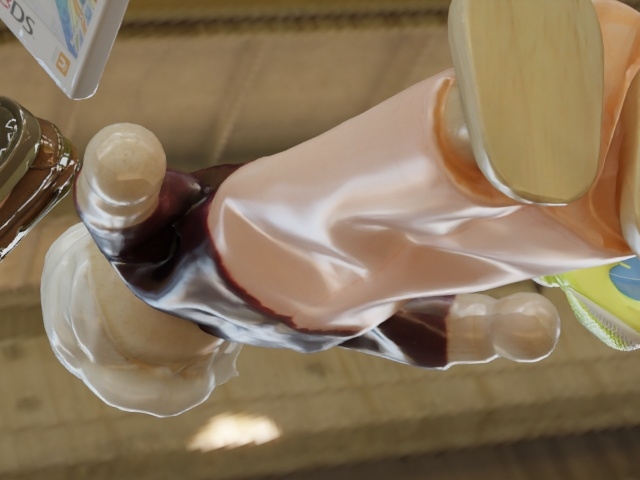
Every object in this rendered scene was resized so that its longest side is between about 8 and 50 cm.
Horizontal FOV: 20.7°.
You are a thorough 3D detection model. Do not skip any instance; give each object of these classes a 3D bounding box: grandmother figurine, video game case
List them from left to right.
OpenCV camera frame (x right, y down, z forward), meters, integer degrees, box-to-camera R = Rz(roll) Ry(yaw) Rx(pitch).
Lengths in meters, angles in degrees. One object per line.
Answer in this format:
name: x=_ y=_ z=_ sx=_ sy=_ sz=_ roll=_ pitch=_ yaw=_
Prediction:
video game case: x=-0.263 y=-0.352 z=1.673 sx=0.036 sy=0.300 sz=0.329 roll=-16 pitch=-37 yaw=-43
grandmother figurine: x=0.000 y=0.000 z=0.647 sx=0.208 sy=0.104 sz=0.342 roll=33 pitch=-28 yaw=-26

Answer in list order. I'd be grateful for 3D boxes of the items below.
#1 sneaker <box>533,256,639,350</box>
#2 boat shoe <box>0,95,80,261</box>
sneaker: x=0.185 y=-0.033 z=1.331 sx=0.126 sy=0.240 sz=0.091 roll=-47 pitch=4 yaw=-8
boat shoe: x=-0.332 y=0.015 z=1.527 sx=0.307 sy=0.110 sz=0.104 roll=-42 pitch=-37 yaw=9
